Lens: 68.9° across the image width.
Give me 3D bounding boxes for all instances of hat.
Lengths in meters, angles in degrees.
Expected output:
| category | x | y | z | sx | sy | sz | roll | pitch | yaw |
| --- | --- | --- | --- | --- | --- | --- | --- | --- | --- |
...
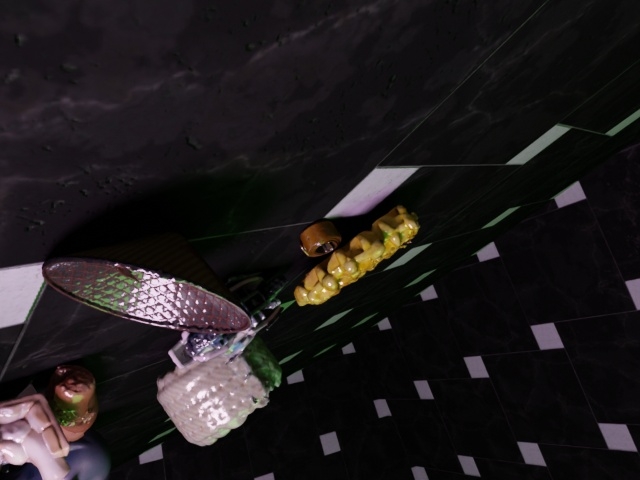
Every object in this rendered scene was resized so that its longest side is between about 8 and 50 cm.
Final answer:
| category | x | y | z | sx | sy | sz | roll | pitch | yaw |
| --- | --- | --- | --- | --- | --- | --- | --- | --- | --- |
| hat | -0.153 | 0.026 | 0.453 | 0.193 | 0.082 | 0.193 | 7 | 154 | 4 |

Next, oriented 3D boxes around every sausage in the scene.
| category | x | y | z | sx | sy | sz | roll | pitch | yaw |
| --- | --- | --- | --- | --- | --- | --- | --- | --- | --- |
| sausage | -0.395 | 0.268 | 0.750 | 0.078 | 0.078 | 0.304 | -20 | 162 | -33 |

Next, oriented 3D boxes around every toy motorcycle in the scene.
| category | x | y | z | sx | sy | sz | roll | pitch | yaw |
| --- | --- | --- | --- | --- | --- | --- | --- | --- | --- |
| toy motorcycle | -0.159 | 0.142 | 0.719 | 0.204 | 0.108 | 0.239 | -37 | 163 | 23 |

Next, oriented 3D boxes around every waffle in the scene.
| category | x | y | z | sx | sy | sz | roll | pitch | yaw |
| --- | --- | --- | --- | --- | --- | --- | --- | --- | --- |
| waffle | 0.074 | 0.026 | 0.823 | 0.283 | 0.065 | 0.309 | -27 | 171 | -45 |

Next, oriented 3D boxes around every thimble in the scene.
| category | x | y | z | sx | sy | sz | roll | pitch | yaw |
| --- | --- | --- | --- | --- | --- | --- | --- | --- | --- |
| thimble | -0.187 | 0.259 | 0.870 | 0.219 | 0.150 | 0.219 | -34 | -178 | 1 |

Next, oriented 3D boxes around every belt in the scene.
| category | x | y | z | sx | sy | sz | roll | pitch | yaw |
| --- | --- | --- | --- | --- | --- | --- | --- | --- | --- |
| belt | 0.000 | 0.000 | 0.705 | 0.059 | 0.036 | 0.083 | -31 | 164 | 6 |

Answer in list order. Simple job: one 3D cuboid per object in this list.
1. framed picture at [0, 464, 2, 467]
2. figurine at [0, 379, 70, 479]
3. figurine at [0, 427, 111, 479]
| category | x | y | z | sx | sy | sz | roll | pitch | yaw |
| --- | --- | --- | --- | --- | --- | --- | --- | --- | --- |
| framed picture | -0.521 | 0.383 | 0.699 | 0.010 | 0.201 | 0.136 | 13 | 151 | -9 |
| figurine | -0.441 | 0.273 | 0.556 | 0.236 | 0.141 | 0.162 | -11 | 160 | -49 |
| figurine | -0.569 | 0.495 | 0.959 | 0.197 | 0.175 | 0.265 | -43 | 168 | 24 |
